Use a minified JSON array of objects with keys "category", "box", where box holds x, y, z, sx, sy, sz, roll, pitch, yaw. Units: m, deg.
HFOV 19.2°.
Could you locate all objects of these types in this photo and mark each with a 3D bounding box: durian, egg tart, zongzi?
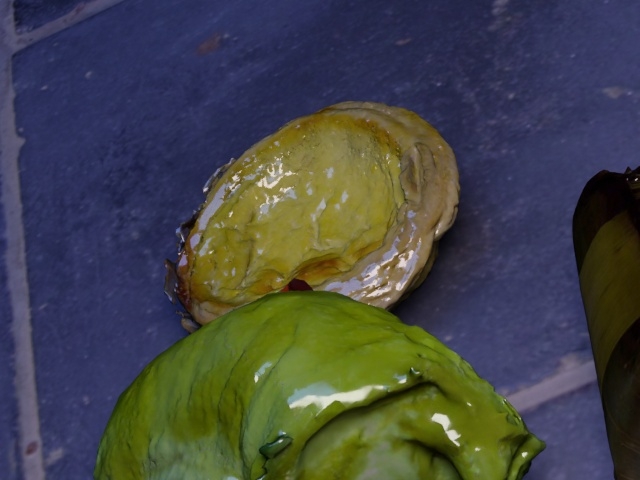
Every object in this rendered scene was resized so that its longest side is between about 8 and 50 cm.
[{"category":"durian","box":[-0.031,0.153,1.409,0.256,0.204,0.339,-52,42,-7]},{"category":"egg tart","box":[0.000,0.000,1.632,0.279,0.095,0.279,-21,43,20]},{"category":"zongzi","box":[0.349,0.044,1.356,0.317,0.154,0.289,-3,40,2]}]

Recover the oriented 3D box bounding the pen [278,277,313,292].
[{"category":"pen","box":[-0.078,0.099,1.555,0.218,0.026,0.026,-44,29,36]}]
